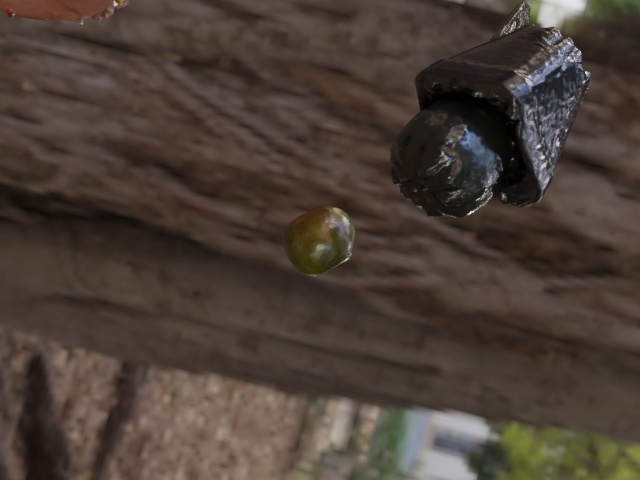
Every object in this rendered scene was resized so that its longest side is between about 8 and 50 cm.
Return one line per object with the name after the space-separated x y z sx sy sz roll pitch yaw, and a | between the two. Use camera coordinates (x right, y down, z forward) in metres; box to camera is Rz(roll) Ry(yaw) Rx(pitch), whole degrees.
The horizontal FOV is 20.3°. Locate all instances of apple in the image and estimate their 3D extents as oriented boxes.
0.000 0.000 2.145 0.074 0.089 0.089 61 5 2 | apple

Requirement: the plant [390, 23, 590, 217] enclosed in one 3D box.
0.185 -0.126 1.926 0.256 0.142 0.164 -44 134 -26 | plant

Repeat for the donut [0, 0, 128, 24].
-0.261 -0.297 1.806 0.233 0.199 0.085 -29 149 -34 | donut

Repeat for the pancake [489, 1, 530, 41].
0.216 -0.218 2.270 0.199 0.021 0.199 -55 169 -15 | pancake
